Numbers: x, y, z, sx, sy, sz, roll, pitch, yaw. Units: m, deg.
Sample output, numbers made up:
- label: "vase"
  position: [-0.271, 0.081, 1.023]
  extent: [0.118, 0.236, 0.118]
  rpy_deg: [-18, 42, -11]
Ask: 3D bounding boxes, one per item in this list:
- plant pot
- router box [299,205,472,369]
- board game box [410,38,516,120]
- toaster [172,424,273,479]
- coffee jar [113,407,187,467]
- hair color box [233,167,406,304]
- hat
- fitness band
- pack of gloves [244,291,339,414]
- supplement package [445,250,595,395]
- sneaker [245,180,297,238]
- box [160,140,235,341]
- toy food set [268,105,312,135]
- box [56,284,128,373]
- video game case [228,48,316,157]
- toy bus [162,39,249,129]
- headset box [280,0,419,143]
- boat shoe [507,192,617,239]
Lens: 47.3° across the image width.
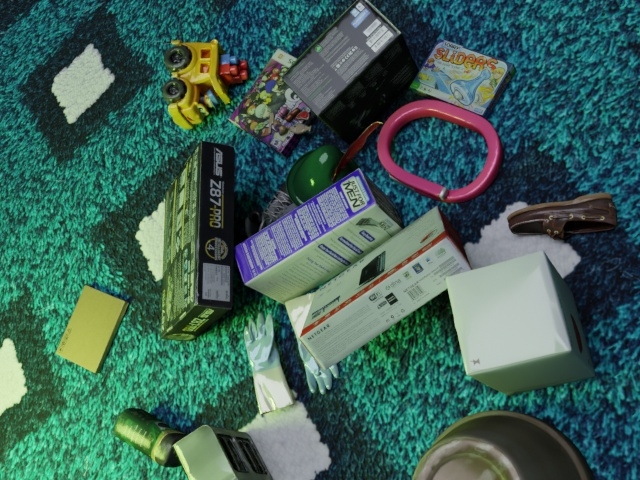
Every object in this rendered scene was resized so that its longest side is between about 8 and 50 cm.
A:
- label: "plant pot"
  position: [0.286, 0.441, 1.250]
  extent: [0.323, 0.280, 0.323]
  rpy_deg: [-10, 68, 26]
- label: "router box"
  position: [0.128, 0.084, 1.456]
  extent: [0.335, 0.301, 0.082]
  rpy_deg: [-36, 97, 12]
- label: "board game box"
  position: [0.321, -0.367, 1.659]
  extent: [0.201, 0.035, 0.136]
  rpy_deg: [29, 88, 32]
- label: "toaster"
  position: [-0.205, 0.490, 1.556]
  extent: [0.110, 0.168, 0.185]
  rpy_deg: [-40, 58, 9]
- label: "coffee jar"
  position: [-0.389, 0.462, 1.706]
  extent: [0.184, 0.096, 0.079]
  rpy_deg: [19, 85, 32]
- label: "hair color box"
  position: [0.000, 0.000, 1.611]
  extent: [0.339, 0.185, 0.110]
  rpy_deg: [-30, 60, 15]
- label: "hat"
  position: [0.009, -0.187, 1.648]
  extent: [0.173, 0.183, 0.208]
  rpy_deg: [36, 73, 18]
- label: "fitness band"
  position: [0.261, -0.202, 1.623]
  extent: [0.291, 0.054, 0.209]
  rpy_deg: [29, 87, 31]
- label: "pack of gloves"
  position: [-0.065, 0.255, 1.652]
  extent: [0.195, 0.046, 0.232]
  rpy_deg: [-19, 67, 9]
- label: "supplement package"
  position: [0.362, 0.158, 1.300]
  extent: [0.175, 0.293, 0.177]
  rpy_deg: [-18, 66, 22]
- label: "sneaker"
  position: [-0.106, -0.069, 1.723]
  extent: [0.086, 0.132, 0.228]
  rpy_deg: [17, 81, 31]
- label: "box"
  position: [-0.295, 0.011, 1.719]
  extent: [0.318, 0.097, 0.394]
  rpy_deg: [-38, 50, 55]
- label: "toy food set"
  position: [-0.077, -0.299, 1.806]
  extent: [0.122, 0.019, 0.077]
  rpy_deg: [-3, 73, 24]
- label: "box"
  position: [-0.609, 0.235, 1.948]
  extent: [0.164, 0.021, 0.201]
  rpy_deg: [16, 80, 31]
- label: "video game case"
  position: [-0.097, -0.354, 1.872]
  extent: [0.210, 0.042, 0.232]
  rpy_deg: [36, 92, 32]
- label: "toy bus"
  position: [-0.300, -0.423, 1.960]
  extent: [0.212, 0.149, 0.220]
  rpy_deg: [-2, 73, 11]
- label: "headset box"
  position: [0.080, -0.370, 1.653]
  extent: [0.246, 0.283, 0.131]
  rpy_deg: [-44, 74, 9]
- label: "boat shoe"
  position: [0.474, -0.038, 1.439]
  extent: [0.207, 0.073, 0.073]
  rpy_deg: [-13, 65, 24]
